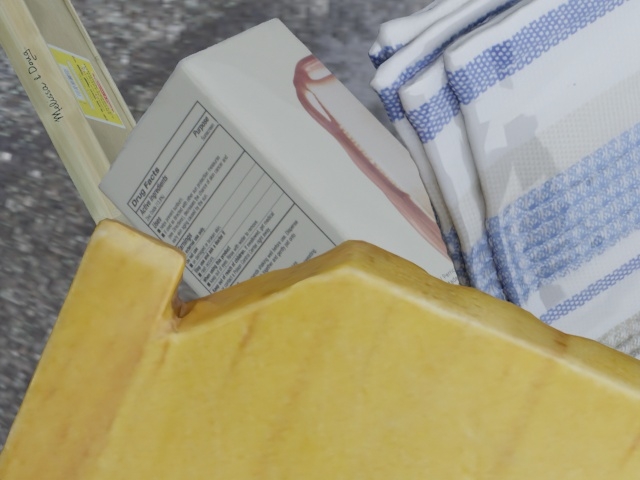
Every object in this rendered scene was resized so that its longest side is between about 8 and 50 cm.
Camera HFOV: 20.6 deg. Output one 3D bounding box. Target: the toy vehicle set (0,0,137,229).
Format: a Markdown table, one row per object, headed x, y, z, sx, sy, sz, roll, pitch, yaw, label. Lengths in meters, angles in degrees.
| x | y | z | sx | sy | sz | roll | pitch | yaw | label |
| --- | --- | --- | --- | --- | --- | --- | --- | --- | --- |
| -0.219 | -0.131 | 1.583 | 0.035 | 0.166 | 0.267 | -30 | 81 | 9 | toy vehicle set |

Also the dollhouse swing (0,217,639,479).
| x | y | z | sx | sy | sz | roll | pitch | yaw | label |
| --- | --- | --- | --- | --- | --- | --- | --- | --- | --- |
| 0.053 | 0.129 | 0.694 | 0.347 | 0.305 | 0.315 | 24 | 111 | -3 | dollhouse swing |

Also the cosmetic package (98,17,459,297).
| x | y | z | sx | sy | sz | roll | pitch | yaw | label |
| --- | --- | --- | --- | --- | --- | --- | --- | --- | --- |
| 0.000 | 0.000 | 1.293 | 0.296 | 0.153 | 0.129 | 47 | 41 | 8 | cosmetic package |

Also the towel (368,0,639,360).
| x | y | z | sx | sy | sz | roll | pitch | yaw | label |
| --- | --- | --- | --- | --- | --- | --- | --- | --- | --- |
| 0.139 | -0.023 | 0.663 | 0.209 | 0.034 | 0.285 | -32 | 137 | -7 | towel |
